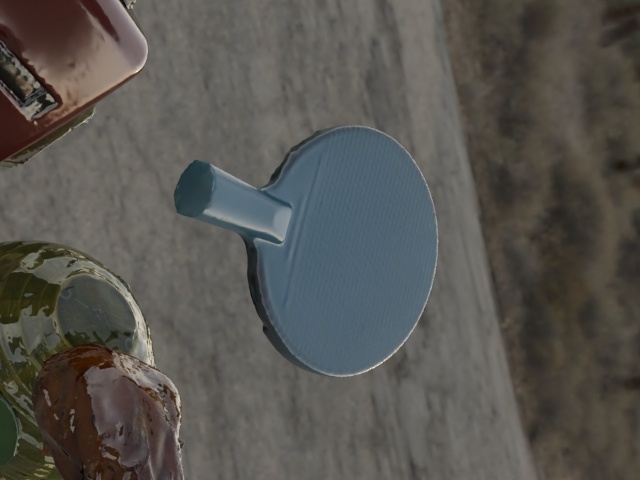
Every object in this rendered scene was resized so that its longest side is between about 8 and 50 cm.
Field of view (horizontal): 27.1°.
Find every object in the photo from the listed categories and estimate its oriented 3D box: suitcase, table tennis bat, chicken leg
[{"bbox_3d":[-0.292,-0.206,1.074,0.161,0.236,0.297,58,1,31],"label":"suitcase"},{"bbox_3d":[0.000,0.000,1.101,0.329,0.044,0.215,22,81,-51],"label":"table tennis bat"},{"bbox_3d":[-0.120,0.192,0.942,0.113,0.093,0.304,8,40,-42],"label":"chicken leg"}]

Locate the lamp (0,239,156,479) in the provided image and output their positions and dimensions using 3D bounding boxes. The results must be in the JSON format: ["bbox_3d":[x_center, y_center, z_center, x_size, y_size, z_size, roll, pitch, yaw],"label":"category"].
[{"bbox_3d":[-0.302,0.132,1.302,0.250,0.284,0.250,31,44,-36],"label":"lamp"}]

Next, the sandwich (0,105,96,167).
[{"bbox_3d":[-0.308,-0.142,1.419,0.096,0.258,0.094,54,-12,-6],"label":"sandwich"}]
